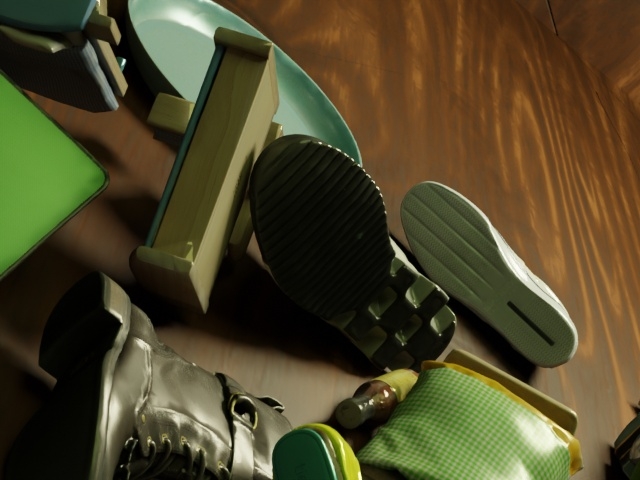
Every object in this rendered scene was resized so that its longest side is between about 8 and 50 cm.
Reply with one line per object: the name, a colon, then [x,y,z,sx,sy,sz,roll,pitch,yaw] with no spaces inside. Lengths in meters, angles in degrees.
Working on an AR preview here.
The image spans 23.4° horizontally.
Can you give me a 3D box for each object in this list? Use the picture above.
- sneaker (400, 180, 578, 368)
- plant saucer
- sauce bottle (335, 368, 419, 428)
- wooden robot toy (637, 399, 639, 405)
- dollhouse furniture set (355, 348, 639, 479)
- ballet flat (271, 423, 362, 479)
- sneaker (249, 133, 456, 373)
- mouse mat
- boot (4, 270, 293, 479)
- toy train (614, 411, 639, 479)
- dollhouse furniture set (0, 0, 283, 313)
sneaker: [0.185,0.042,1.736,0.258,0.094,0.091,50,5,6]
plant saucer: [-0.089,-0.156,1.668,0.317,0.044,0.317,35,24,-19]
sauce bottle: [0.052,0.142,1.375,0.042,0.042,0.128,50,22,16]
wooden robot toy: [0.417,0.228,1.795,0.079,0.076,0.173,11,37,-35]
dollhouse furniture set: [0.204,0.168,1.273,0.301,0.151,0.197,28,33,13]
ballet flat: [0.018,0.238,1.060,0.077,0.077,0.231,38,37,-58]
sneaker: [0.000,0.000,1.404,0.146,0.122,0.330,44,-7,40]
mouse mat: [-0.261,-0.043,1.108,0.152,0.007,0.190,44,54,1]
boot: [-0.093,0.154,1.068,0.229,0.091,0.263,41,28,-26]
toy train: [0.457,0.299,1.658,0.334,0.142,0.190,40,13,-9]
dollhouse furniture set: [-0.207,-0.079,1.302,0.303,0.198,0.286,18,-15,6]
